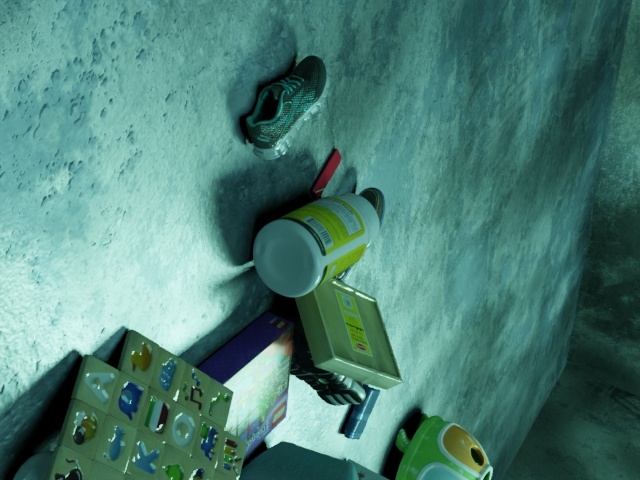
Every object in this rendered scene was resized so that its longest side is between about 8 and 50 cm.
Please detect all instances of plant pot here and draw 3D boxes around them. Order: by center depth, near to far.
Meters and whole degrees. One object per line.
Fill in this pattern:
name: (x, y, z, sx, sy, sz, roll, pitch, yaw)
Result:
plant pot: (-0.040, 0.504, 1.678, 0.247, 0.247, 0.252, 74, 36, -53)

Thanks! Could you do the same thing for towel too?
towel: (0.086, 0.367, 2.054, 0.119, 0.029, 0.067, -66, 155, -3)

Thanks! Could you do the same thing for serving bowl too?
serving bowl: (-0.338, 0.284, 1.137, 0.083, 0.027, 0.083, -45, 147, -40)

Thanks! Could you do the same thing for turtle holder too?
turtle holder: (0.294, 0.619, 2.441, 0.320, 0.228, 0.243, -66, 156, -5)

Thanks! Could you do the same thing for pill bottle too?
pill bottle: (0.000, 0.000, 1.475, 0.208, 0.119, 0.119, -28, 134, -54)

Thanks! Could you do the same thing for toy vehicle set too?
toy vehicle set: (0.046, 0.149, 1.608, 0.267, 0.035, 0.165, 29, 39, -57)

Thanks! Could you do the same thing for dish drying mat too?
dish drying mat: (0.010, -0.106, 1.540, 0.083, 0.008, 0.032, -59, 153, -17)

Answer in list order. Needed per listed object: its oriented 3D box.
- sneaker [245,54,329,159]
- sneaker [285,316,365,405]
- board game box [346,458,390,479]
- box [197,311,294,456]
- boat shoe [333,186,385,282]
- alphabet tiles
sneaker: (-0.045, -0.191, 1.299, 0.166, 0.065, 0.076, -61, 150, -18)
sneaker: (0.004, 0.165, 1.677, 0.281, 0.107, 0.162, 57, 35, -50)
board game box: (0.143, 0.650, 2.169, 0.097, 0.224, 0.303, -51, 151, -30)
box: (-0.147, 0.264, 1.467, 0.293, 0.057, 0.200, -38, 143, -47)
boat shoe: (0.054, -0.011, 1.635, 0.183, 0.066, 0.066, -66, 154, -4)
alphabet tiles: (-0.211, 0.289, 1.236, 0.342, 0.011, 0.285, 43, 50, -47)
